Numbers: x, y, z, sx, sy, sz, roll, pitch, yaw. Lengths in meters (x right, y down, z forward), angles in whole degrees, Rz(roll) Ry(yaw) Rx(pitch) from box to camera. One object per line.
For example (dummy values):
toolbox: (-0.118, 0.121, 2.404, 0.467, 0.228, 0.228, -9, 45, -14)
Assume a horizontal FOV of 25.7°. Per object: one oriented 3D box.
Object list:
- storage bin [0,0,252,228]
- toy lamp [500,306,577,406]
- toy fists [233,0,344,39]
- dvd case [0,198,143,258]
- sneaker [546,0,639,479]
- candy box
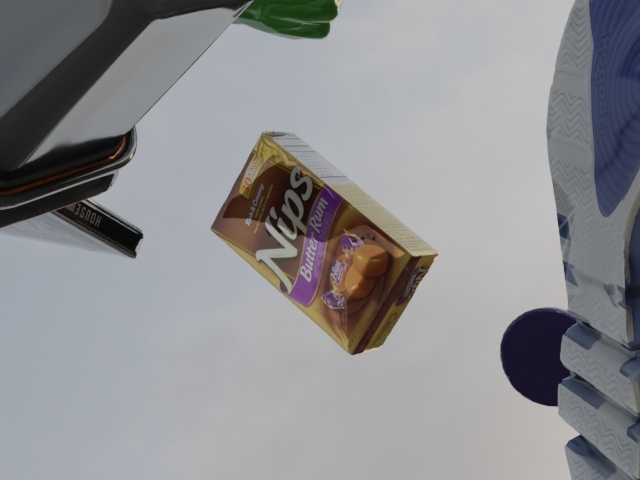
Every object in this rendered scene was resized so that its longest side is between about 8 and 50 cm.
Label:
storage bin: (-0.081, -0.087, 0.396, 0.091, 0.135, 0.098, -33, -5, 35)
toy lamp: (0.216, 0.042, 1.056, 0.275, 0.080, 0.080, -32, -35, -60)
toy fists: (-0.031, -0.339, 1.426, 0.096, 0.142, 0.279, -41, -43, -52)
dvd case: (-0.268, -0.044, 1.067, 0.239, 0.179, 0.029, 39, -116, -60)
sneaker: (0.225, 0.000, 0.737, 0.182, 0.127, 0.315, -7, -72, -15)
candy box: (0.000, 0.000, 1.224, 0.053, 0.187, 0.109, -4, -51, -55)
